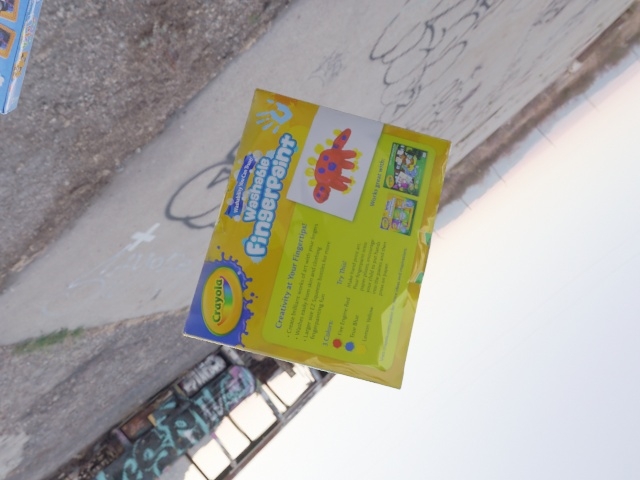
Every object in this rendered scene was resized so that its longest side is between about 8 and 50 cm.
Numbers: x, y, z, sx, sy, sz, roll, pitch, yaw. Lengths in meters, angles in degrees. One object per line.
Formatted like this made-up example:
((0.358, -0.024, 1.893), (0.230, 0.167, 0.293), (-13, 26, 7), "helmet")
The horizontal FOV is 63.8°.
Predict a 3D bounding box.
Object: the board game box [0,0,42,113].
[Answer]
((-0.383, -0.264, 0.536), (0.212, 0.160, 0.039), (-60, -163, 23), "board game box")

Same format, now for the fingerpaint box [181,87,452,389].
((0.000, 0.000, 0.937), (0.163, 0.370, 0.445), (116, -12, -77), "fingerpaint box")
